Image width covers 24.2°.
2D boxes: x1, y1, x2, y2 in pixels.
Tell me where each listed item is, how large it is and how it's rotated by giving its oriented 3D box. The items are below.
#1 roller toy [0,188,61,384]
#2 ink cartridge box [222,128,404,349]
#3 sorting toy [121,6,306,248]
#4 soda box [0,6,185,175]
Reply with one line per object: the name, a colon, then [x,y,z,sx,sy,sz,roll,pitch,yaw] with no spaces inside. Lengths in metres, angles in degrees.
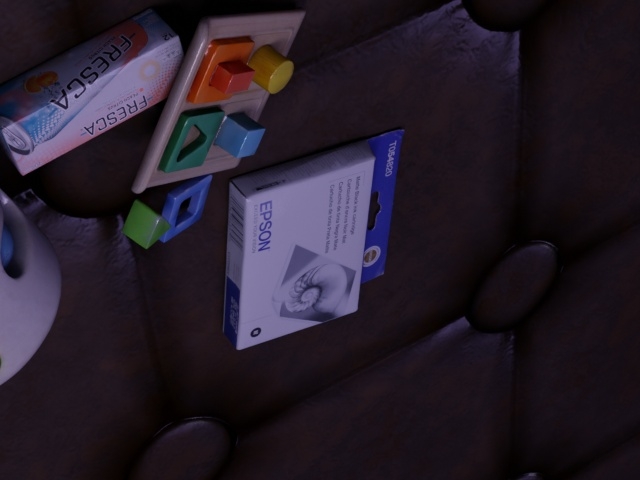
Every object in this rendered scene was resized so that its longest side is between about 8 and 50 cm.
roller toy: [-0.338,0.031,1.292,0.191,0.209,0.146,-58,144,-17]
ink cartridge box: [0.000,0.000,1.655,0.224,0.045,0.223,-19,135,-26]
sorting toy: [-0.084,-0.130,1.407,0.196,0.047,0.348,-25,144,-59]
soda box: [-0.210,-0.136,1.350,0.183,0.058,0.063,-31,140,-15]
